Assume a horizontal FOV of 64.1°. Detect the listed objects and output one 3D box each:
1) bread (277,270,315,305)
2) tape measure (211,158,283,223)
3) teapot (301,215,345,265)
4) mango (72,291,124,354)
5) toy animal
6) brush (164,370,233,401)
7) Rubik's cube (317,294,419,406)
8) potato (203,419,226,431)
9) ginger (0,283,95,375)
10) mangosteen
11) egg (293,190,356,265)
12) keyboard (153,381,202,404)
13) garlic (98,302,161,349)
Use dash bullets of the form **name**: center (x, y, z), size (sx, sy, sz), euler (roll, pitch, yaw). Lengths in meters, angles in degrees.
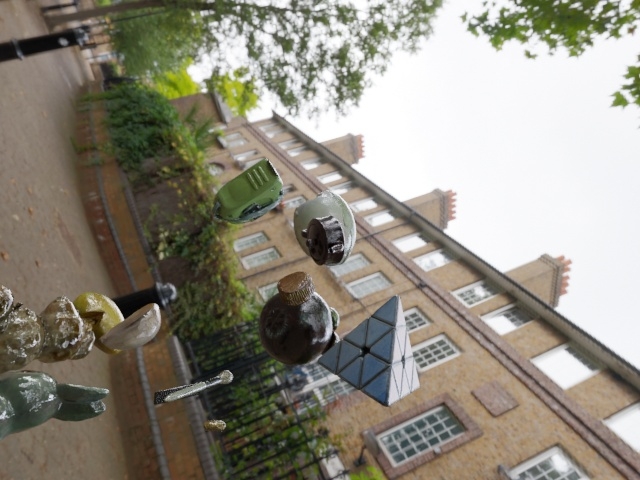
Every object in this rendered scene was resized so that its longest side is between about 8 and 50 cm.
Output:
- **bread**: center (-0.053, 0.111, 1.147), size (0.085, 0.085, 0.053), euler (45, -23, 56)
- **tape measure**: center (-0.185, -0.111, 1.347), size (0.106, 0.200, 0.175), euler (55, 1, 16)
- **teapot**: center (0.000, 0.000, 0.695), size (0.100, 0.045, 0.067), euler (28, -59, 58)
- **mango**: center (-0.789, 0.298, 1.836), size (0.262, 0.130, 0.167), euler (44, 16, 10)
- **toy animal**: center (-0.426, 0.225, 0.687), size (0.127, 0.251, 0.125), euler (-50, -125, 37)
- **brush**: center (-0.363, 0.439, 1.538), size (0.042, 0.039, 0.299), euler (54, 22, 19)
- **Rubik's cube**: center (0.165, 0.330, 1.404), size (0.228, 0.233, 0.228), euler (53, -29, 21)
- **potato**: center (-0.393, 0.687, 1.898), size (0.051, 0.083, 0.040), euler (129, -34, -64)
- **ginger**: center (-0.821, 0.267, 1.470), size (0.176, 0.375, 0.256), euler (4, -101, 36)
- **mangosteen**: center (-0.081, 0.322, 1.903), size (0.300, 0.300, 0.300), euler (161, -90, -73)
- **egg**: center (0.019, -0.028, 1.514), size (0.217, 0.183, 0.183), euler (62, -16, -2)
- **keyboard**: center (-0.454, 0.488, 1.635), size (0.010, 0.155, 0.053), euler (41, -52, 48)
- **garlic**: center (-0.563, 0.274, 1.554), size (0.101, 0.196, 0.087), euler (27, -35, 48)
